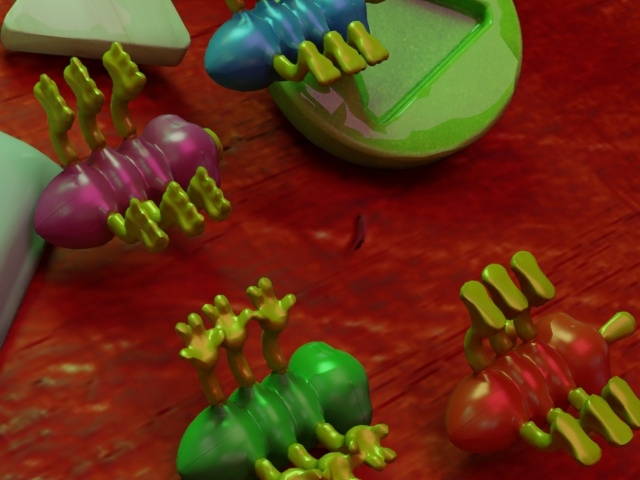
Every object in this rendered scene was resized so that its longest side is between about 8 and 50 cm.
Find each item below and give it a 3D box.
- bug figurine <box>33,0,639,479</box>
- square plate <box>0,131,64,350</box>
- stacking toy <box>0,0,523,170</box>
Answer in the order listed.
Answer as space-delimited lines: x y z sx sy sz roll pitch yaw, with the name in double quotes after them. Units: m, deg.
0.000 0.000 0.722 0.216 0.072 0.279 -23 71 -33 "bug figurine"
-0.282 0.015 0.581 0.344 0.049 0.347 21 42 -9 "square plate"
-0.026 -0.166 0.893 0.309 0.130 0.279 14 70 -12 "stacking toy"
